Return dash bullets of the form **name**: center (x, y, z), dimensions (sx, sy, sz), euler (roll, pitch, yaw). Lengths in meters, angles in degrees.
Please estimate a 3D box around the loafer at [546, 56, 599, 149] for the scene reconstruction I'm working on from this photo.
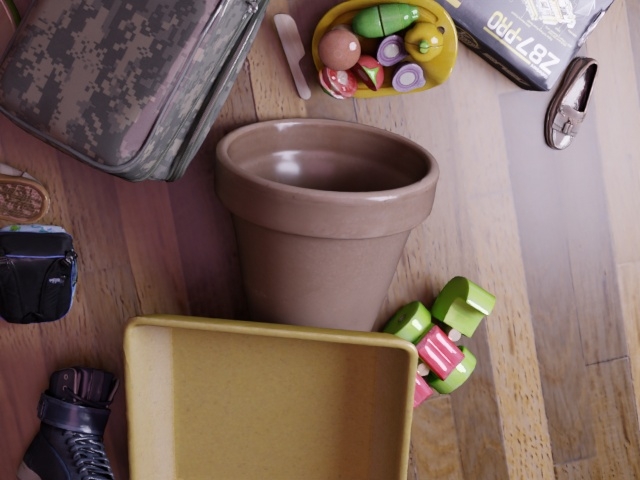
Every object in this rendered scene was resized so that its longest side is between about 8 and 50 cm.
- **loafer**: center (0.324, -0.176, 1.871), dimensions (0.045, 0.039, 0.125), euler (18, 93, -13)

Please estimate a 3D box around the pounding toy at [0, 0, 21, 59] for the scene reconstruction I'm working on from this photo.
- **pounding toy**: center (-0.433, -0.245, 1.703), dimensions (0.236, 0.110, 0.183), euler (-3, 110, 19)

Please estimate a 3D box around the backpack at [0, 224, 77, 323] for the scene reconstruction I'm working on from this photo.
- **backpack**: center (-0.341, 0.039, 1.742), dimensions (0.105, 0.084, 0.114), euler (-1, 130, -8)

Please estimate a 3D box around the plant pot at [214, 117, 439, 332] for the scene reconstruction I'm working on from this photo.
- **plant pot**: center (0.000, 0.000, 1.747), dimensions (0.263, 0.263, 0.229), euler (0, 115, -11)

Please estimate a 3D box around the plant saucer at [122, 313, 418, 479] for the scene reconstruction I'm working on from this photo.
- **plant saucer**: center (-0.059, 0.218, 1.729), dimensions (0.332, 0.081, 0.333), euler (5, 122, 4)

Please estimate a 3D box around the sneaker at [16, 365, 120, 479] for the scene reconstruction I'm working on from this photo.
- **sneaker**: center (-0.273, 0.238, 1.721), dimensions (0.086, 0.226, 0.163), euler (22, 88, -39)

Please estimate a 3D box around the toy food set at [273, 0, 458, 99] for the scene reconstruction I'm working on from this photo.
- **toy food set**: center (0.056, -0.222, 1.757), dimensions (0.217, 0.071, 0.128), euler (-7, 115, 9)

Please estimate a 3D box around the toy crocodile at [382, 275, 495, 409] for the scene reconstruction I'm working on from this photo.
- **toy crocodile**: center (0.092, 0.186, 1.836), dimensions (0.340, 0.105, 0.115), euler (-45, 102, -2)

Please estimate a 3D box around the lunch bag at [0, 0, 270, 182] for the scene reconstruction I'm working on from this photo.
- **lunch bag**: center (-0.193, -0.221, 1.665), dimensions (0.212, 0.256, 0.305), euler (29, 92, 10)

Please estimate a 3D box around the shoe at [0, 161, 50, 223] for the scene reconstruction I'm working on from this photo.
- **shoe**: center (-0.429, -0.071, 1.737), dimensions (0.219, 0.058, 0.077), euler (17, 105, -9)

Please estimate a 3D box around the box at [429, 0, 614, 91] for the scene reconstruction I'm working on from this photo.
- **box**: center (0.211, -0.422, 1.793), dimensions (0.395, 0.097, 0.318), euler (35, 88, -12)
